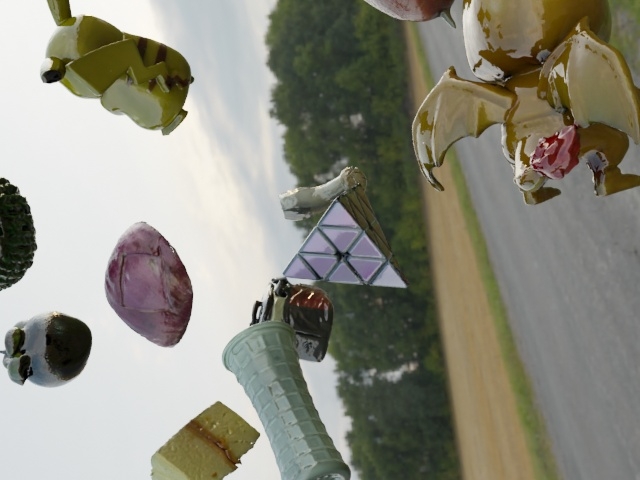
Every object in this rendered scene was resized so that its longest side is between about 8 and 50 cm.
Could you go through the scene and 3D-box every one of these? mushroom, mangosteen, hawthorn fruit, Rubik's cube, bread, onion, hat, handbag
[{"bbox_3d":[0.006,-0.109,2.042,0.092,0.223,0.081,56,-156,-42],"label":"mushroom"},{"bbox_3d":[-0.754,0.300,2.351,0.243,0.243,0.243,-9,-90,-84],"label":"mangosteen"},{"bbox_3d":[0.165,-0.482,1.556,0.251,0.199,0.199,47,-173,1],"label":"hawthorn fruit"},{"bbox_3d":[0.000,0.000,1.377,0.190,0.178,0.211,41,-159,-57],"label":"Rubik's cube"},{"bbox_3d":[-0.276,0.538,2.110,0.240,0.178,0.135,-39,-28,-39],"label":"bread"},{"bbox_3d":[-0.387,0.097,1.834,0.250,0.111,0.247,47,135,23],"label":"onion"},{"bbox_3d":[-0.793,-0.006,1.892,0.332,0.242,0.274,-32,-66,-81],"label":"hat"},{"bbox_3d":[-0.070,0.179,1.974,0.254,0.181,0.181,-115,35,-82],"label":"handbag"}]

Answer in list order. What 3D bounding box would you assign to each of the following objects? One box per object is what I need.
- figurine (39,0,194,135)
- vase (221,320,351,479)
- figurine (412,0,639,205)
[{"bbox_3d":[-0.393,-0.321,1.613,0.169,0.326,0.218,-39,41,48],"label":"figurine"},{"bbox_3d":[-0.056,0.293,1.441,0.143,0.143,0.299,74,171,-49],"label":"vase"},{"bbox_3d":[0.318,-0.244,1.183,0.401,0.268,0.387,174,85,-67],"label":"figurine"}]
